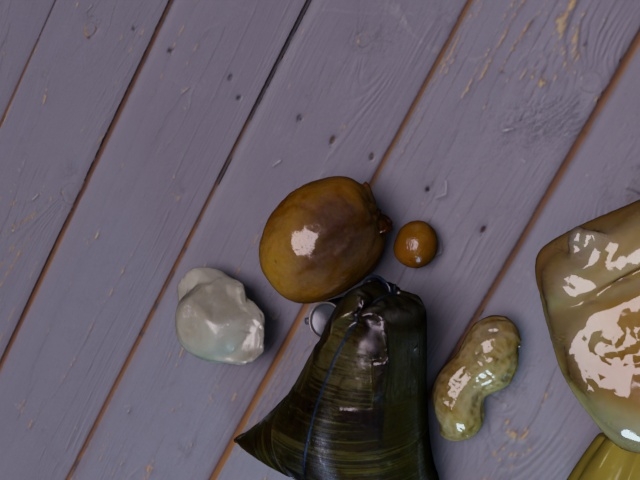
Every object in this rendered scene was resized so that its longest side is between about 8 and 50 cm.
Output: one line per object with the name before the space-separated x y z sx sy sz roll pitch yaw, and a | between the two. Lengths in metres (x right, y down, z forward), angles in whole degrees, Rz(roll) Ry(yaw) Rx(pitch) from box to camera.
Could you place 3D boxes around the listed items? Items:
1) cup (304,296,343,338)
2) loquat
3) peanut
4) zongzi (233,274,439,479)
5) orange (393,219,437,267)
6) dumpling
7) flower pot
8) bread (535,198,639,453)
cup | 0.015 0.141 1.615 0.100 0.077 0.078 -7 85 27
loquat | 0.000 0.000 1.547 0.238 0.238 0.193 -35 76 21
peanut | 0.249 0.224 1.485 0.103 0.098 0.229 37 106 25
zongzi | -0.009 0.239 1.541 0.432 0.208 0.403 11 111 39
orange | 0.161 0.006 1.550 0.085 0.085 0.085 -1 88 26
dumpling | -0.190 0.143 1.691 0.250 0.132 0.162 22 107 41
flower pot | 0.446 0.389 1.342 0.195 0.195 0.179 19 85 26
bread | 0.524 0.098 1.265 0.376 0.253 0.347 -27 80 24
